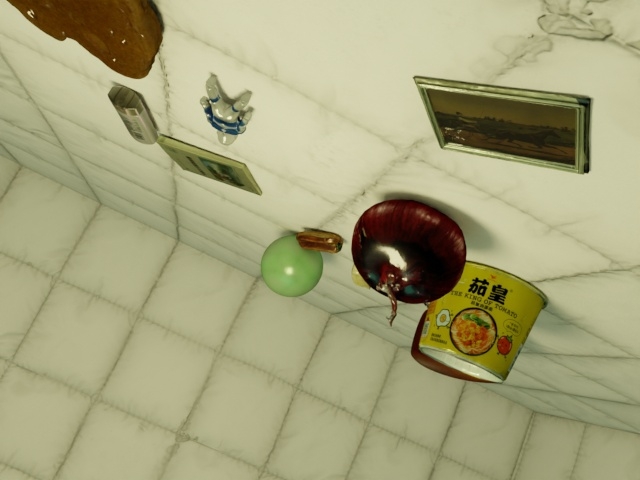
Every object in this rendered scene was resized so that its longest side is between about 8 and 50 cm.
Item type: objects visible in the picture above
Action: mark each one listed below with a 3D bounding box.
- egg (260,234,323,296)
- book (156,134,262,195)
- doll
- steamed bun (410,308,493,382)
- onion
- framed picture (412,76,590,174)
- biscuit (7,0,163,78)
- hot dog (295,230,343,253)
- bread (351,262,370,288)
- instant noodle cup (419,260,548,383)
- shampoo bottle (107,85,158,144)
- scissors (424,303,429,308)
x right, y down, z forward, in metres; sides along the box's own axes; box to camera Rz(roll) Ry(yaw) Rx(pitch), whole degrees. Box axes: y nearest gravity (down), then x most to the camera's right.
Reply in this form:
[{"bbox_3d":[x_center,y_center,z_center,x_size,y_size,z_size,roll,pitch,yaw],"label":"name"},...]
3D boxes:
[{"bbox_3d":[-0.100,0.089,2.063,0.221,0.220,0.269,26,157,-6],"label":"egg"},{"bbox_3d":[-0.321,-0.217,1.715,0.283,0.025,0.215,19,166,16],"label":"book"},{"bbox_3d":[-0.205,-0.270,1.259,0.114,0.057,0.227,19,158,-4],"label":"doll"},{"bbox_3d":[0.477,0.365,2.065,0.248,0.234,0.379,30,166,-30],"label":"steamed bun"},{"bbox_3d":[0.187,0.045,1.329,0.273,0.285,0.273,19,138,18],"label":"onion"},{"bbox_3d":[0.277,-0.171,0.889,0.252,0.014,0.197,17,164,29],"label":"framed picture"},{"bbox_3d":[-0.429,-0.425,1.029,0.359,0.074,0.381,21,168,21],"label":"biscuit"},{"bbox_3d":[0.000,0.000,1.900,0.188,0.055,0.072,8,130,35],"label":"hot dog"},{"bbox_3d":[0.135,0.029,1.530,0.060,0.178,0.139,18,165,12],"label":"bread"},{"bbox_3d":[0.434,0.233,1.625,0.326,0.254,0.325,23,167,6],"label":"instant noodle cup"},{"bbox_3d":[-0.489,-0.324,1.530,0.086,0.055,0.227,26,166,3],"label":"shampoo bottle"},{"bbox_3d":[0.321,0.188,1.824,0.317,0.024,0.160,50,177,26],"label":"scissors"}]
